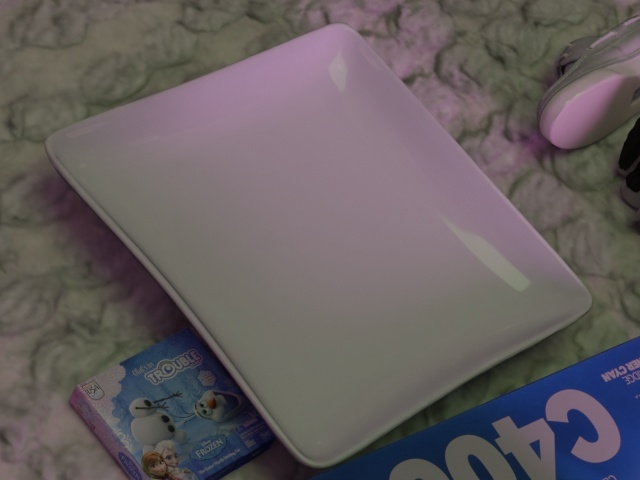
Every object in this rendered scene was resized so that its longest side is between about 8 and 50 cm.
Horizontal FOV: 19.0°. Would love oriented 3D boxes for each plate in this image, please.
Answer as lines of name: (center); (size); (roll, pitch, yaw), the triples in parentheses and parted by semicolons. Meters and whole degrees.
plate: (0.000, 0.000, 1.237); (0.277, 0.045, 0.278); (-26, 67, -40)

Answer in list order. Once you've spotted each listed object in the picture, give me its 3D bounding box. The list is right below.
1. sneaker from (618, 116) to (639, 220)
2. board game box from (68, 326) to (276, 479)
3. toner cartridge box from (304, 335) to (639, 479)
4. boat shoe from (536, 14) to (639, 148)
sneaker: (0.307, 0.026, 1.327); (0.118, 0.110, 0.292); (10, 51, -29)
board game box: (-0.087, 0.105, 1.133); (0.090, 0.020, 0.090); (-28, 68, -39)
toner cartridge box: (0.148, 0.171, 1.152); (0.348, 0.075, 0.165); (-19, 65, -35)
boat shoe: (0.209, -0.126, 1.426); (0.063, 0.066, 0.184); (36, 49, 25)
